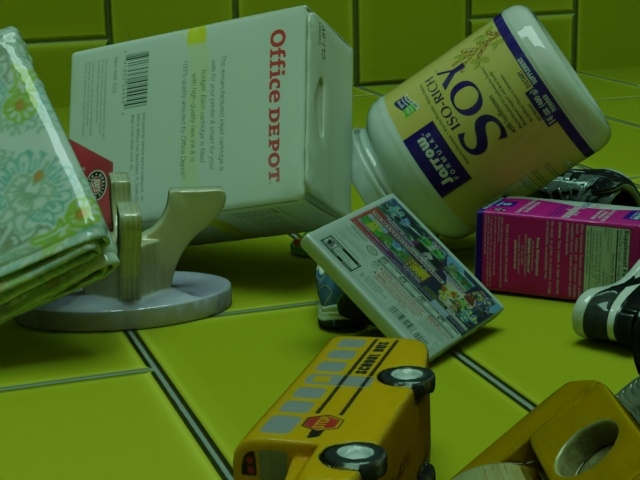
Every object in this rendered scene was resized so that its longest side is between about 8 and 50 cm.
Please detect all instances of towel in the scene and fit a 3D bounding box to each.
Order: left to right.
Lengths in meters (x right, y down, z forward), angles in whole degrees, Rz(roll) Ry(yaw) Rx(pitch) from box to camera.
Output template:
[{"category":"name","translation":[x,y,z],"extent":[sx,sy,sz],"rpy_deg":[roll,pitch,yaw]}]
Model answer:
[{"category":"towel","translation":[-0.442,-0.051,1.589],"extent":[0.321,0.090,0.374],"rpy_deg":[-25,62,-7]}]

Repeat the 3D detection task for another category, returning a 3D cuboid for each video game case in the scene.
[{"category":"video game case","translation":[0.098,0.043,1.575],"extent":[0.201,0.023,0.183],"rpy_deg":[46,39,15]}]

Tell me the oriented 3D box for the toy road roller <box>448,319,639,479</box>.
[{"category":"toy road roller","translation":[0.256,0.212,0.927],"extent":[0.329,0.240,0.202],"rpy_deg":[-38,14,7]}]

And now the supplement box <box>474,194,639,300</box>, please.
[{"category":"supplement box","translation":[0.324,0.012,1.761],"extent":[0.220,0.113,0.111],"rpy_deg":[7,16,25]}]

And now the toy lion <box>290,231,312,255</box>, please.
[{"category":"toy lion","translation":[0.000,0.000,2.001],"extent":[0.096,0.034,0.100],"rpy_deg":[-12,16,-10]}]

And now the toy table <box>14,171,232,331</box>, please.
[{"category":"toy table","translation":[-0.251,0.014,1.706],"extent":[0.274,0.160,0.252],"rpy_deg":[-6,16,-22]}]

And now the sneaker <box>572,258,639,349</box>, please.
[{"category":"sneaker","translation":[0.408,0.078,1.586],"extent":[0.217,0.079,0.121],"rpy_deg":[-24,29,-38]}]

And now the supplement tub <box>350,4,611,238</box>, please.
[{"category":"supplement tub","translation":[0.216,-0.151,1.914],"extent":[0.331,0.241,0.241],"rpy_deg":[-34,8,14]}]

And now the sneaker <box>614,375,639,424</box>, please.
[{"category":"sneaker","translation":[0.379,0.168,1.254],"extent":[0.222,0.118,0.083],"rpy_deg":[-26,28,19]}]

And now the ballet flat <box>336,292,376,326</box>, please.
[{"category":"ballet flat","translation":[0.110,0.075,1.625],"extent":[0.074,0.074,0.203],"rpy_deg":[13,15,43]}]

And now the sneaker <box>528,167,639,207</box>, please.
[{"category":"sneaker","translation":[0.380,-0.061,2.049],"extent":[0.269,0.101,0.153],"rpy_deg":[-2,12,-13]}]

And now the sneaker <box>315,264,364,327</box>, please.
[{"category":"sneaker","translation":[0.035,0.046,1.711],"extent":[0.080,0.081,0.211],"rpy_deg":[-3,13,1]}]

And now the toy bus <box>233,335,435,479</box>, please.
[{"category":"toy bus","translation":[0.020,0.180,1.139],"extent":[0.130,0.108,0.333],"rpy_deg":[3,15,16]}]

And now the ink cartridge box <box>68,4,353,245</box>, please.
[{"category":"ink cartridge box","translation":[-0.154,-0.144,1.891],"extent":[0.385,0.279,0.160],"rpy_deg":[-6,-16,25]}]
